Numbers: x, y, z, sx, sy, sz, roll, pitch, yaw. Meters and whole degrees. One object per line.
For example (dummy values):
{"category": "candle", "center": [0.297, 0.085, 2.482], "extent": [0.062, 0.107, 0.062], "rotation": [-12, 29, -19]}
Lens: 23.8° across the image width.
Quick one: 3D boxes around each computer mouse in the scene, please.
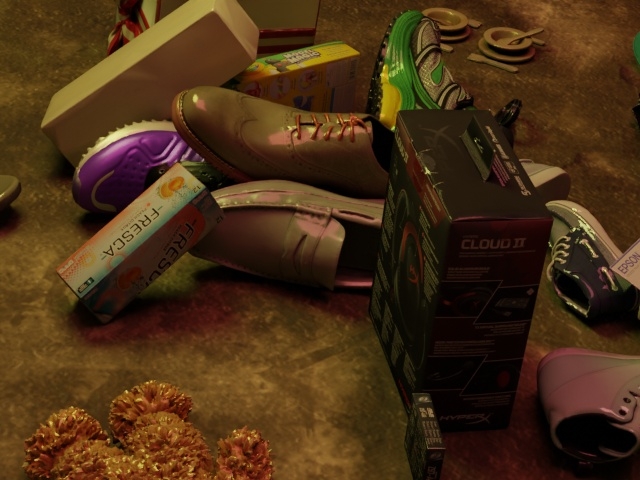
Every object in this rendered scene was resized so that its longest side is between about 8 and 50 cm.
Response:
{"category": "computer mouse", "center": [0.241, -0.132, 2.031], "extent": [0.041, 0.071, 0.242], "rotation": [43, 32, -5]}

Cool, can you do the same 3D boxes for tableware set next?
{"category": "tableware set", "center": [0.238, -0.322, 2.323], "extent": [0.194, 0.039, 0.128], "rotation": [20, 36, 19]}

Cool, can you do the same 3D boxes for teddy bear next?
{"category": "teddy bear", "center": [-0.146, 0.237, 1.346], "extent": [0.245, 0.113, 0.338], "rotation": [-3, 34, -10]}

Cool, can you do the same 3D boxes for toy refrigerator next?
{"category": "toy refrigerator", "center": [-0.206, -0.196, 1.871], "extent": [0.269, 0.094, 0.102], "rotation": [-32, 24, 17]}

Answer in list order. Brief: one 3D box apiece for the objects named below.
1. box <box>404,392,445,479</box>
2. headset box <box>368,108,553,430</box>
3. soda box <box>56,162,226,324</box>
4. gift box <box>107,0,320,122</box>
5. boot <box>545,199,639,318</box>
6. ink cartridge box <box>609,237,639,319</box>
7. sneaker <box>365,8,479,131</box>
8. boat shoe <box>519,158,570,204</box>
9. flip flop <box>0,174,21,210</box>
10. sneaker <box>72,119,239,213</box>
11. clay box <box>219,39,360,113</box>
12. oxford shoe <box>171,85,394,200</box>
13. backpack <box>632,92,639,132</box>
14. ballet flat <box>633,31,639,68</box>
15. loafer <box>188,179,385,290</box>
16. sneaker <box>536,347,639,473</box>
{"category": "box", "center": [0.101, 0.201, 1.484], "extent": [0.018, 0.067, 0.083], "rotation": [1, 33, -9]}
{"category": "headset box", "center": [0.139, 0.016, 1.565], "extent": [0.110, 0.293, 0.218], "rotation": [-2, 34, -13]}
{"category": "soda box", "center": [-0.195, 0.003, 1.658], "extent": [0.183, 0.058, 0.063], "rotation": [-42, 49, -7]}
{"category": "gift box", "center": [-0.153, -0.308, 2.041], "extent": [0.258, 0.255, 0.276], "rotation": [-3, 31, -18]}
{"category": "boot", "center": [0.297, 0.019, 1.791], "extent": [0.086, 0.069, 0.190], "rotation": [-10, 39, -29]}
{"category": "ink cartridge box", "center": [0.457, 0.058, 1.755], "extent": [0.208, 0.045, 0.206], "rotation": [36, 42, 19]}
{"category": "sneaker", "center": [0.137, -0.185, 2.041], "extent": [0.146, 0.134, 0.343], "rotation": [12, 42, -4]}
{"category": "boat shoe", "center": [0.216, -0.051, 1.887], "extent": [0.227, 0.079, 0.081], "rotation": [-18, 33, -42]}
{"category": "flip flop", "center": [-0.490, -0.082, 1.790], "extent": [0.277, 0.080, 0.112], "rotation": [14, 34, 11]}
{"category": "sneaker", "center": [-0.144, -0.071, 1.819], "extent": [0.293, 0.102, 0.146], "rotation": [-12, 40, -25]}
{"category": "clay box", "center": [-0.056, -0.175, 1.968], "extent": [0.222, 0.127, 0.053], "rotation": [-17, 39, -32]}
{"category": "oxford shoe", "center": [-0.004, -0.121, 1.780], "extent": [0.348, 0.130, 0.123], "rotation": [17, 51, -27]}
{"category": "backpack", "center": [0.506, -0.172, 2.080], "extent": [0.152, 0.115, 0.182], "rotation": [15, 37, 8]}
{"category": "ballet flat", "center": [0.543, -0.244, 2.253], "extent": [0.068, 0.072, 0.213], "rotation": [18, 23, -38]}
{"category": "loafer", "center": [0.000, 0.000, 1.729], "extent": [0.319, 0.112, 0.111], "rotation": [2, 25, -9]}
{"category": "sneaker", "center": [0.350, 0.178, 1.538], "extent": [0.255, 0.094, 0.151], "rotation": [-1, 27, 6]}
